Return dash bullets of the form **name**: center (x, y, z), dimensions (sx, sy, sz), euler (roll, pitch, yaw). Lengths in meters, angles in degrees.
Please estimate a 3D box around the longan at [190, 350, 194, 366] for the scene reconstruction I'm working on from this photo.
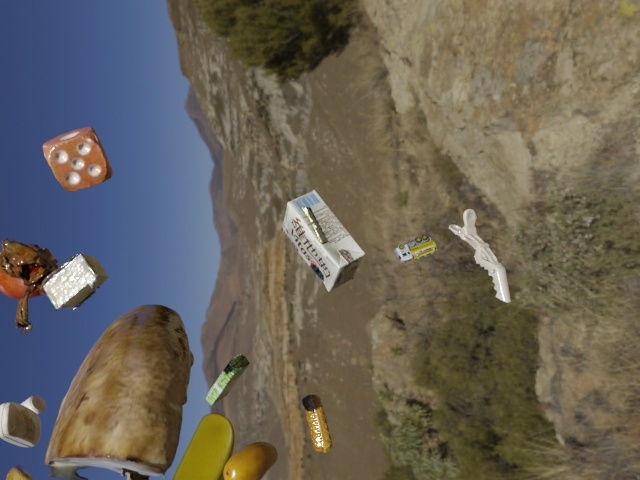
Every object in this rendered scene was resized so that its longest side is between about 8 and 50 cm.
- **longan**: center (-0.356, 0.311, 1.396), dimensions (0.083, 0.075, 0.075), euler (55, 156, 28)

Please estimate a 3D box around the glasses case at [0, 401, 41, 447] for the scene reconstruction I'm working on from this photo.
- **glasses case**: center (-0.714, 0.440, 1.298), dimensions (0.204, 0.051, 0.080), euler (101, 160, -62)

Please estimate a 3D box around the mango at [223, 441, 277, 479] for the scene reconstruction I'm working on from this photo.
- **mango**: center (-0.184, 0.611, 1.498), dimensions (0.085, 0.184, 0.102), euler (-3, 95, 43)

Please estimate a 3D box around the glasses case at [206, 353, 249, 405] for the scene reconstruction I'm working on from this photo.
- **glasses case**: center (-0.401, 0.593, 2.328), dimensions (0.062, 0.095, 0.272), euler (46, 126, 16)

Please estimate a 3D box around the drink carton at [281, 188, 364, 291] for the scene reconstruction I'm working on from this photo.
- **drink carton**: center (0.000, 0.000, 1.986), dimensions (0.324, 0.132, 0.194), euler (52, 153, 21)

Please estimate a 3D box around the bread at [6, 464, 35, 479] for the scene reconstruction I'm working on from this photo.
- **bread**: center (-0.907, 0.747, 1.662), dimensions (0.189, 0.077, 0.114), euler (-8, 122, 49)

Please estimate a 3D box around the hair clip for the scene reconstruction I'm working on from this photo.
- **hair clip**: center (0.349, 0.028, 1.156), dimensions (0.072, 0.034, 0.225), euler (-62, 41, 39)

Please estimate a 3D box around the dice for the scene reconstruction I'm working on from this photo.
- **dice**: center (-0.824, -0.277, 1.868), dimensions (0.174, 0.175, 0.179), euler (40, 153, 59)

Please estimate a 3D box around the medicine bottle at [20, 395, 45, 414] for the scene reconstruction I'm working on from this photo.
- **medicine bottle**: center (-0.794, 0.462, 1.477), dimensions (0.052, 0.089, 0.052), euler (53, -169, -14)

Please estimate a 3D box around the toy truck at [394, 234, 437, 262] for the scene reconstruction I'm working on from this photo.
- **toy truck**: center (0.294, 0.027, 1.683), dimensions (0.052, 0.123, 0.062), euler (90, 157, -75)

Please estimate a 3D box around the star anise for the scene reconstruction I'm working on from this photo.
- **star anise**: center (-0.856, 0.119, 1.611), dimensions (0.237, 0.148, 0.346), euler (57, -169, -57)

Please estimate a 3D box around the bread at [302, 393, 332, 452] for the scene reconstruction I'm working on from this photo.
- **bread**: center (-0.009, 0.496, 1.483), dimensions (0.044, 0.052, 0.157), euler (62, -169, -74)

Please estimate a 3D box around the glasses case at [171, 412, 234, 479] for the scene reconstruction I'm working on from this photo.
- **glasses case**: center (-0.438, 0.855, 2.100), dimensions (0.371, 0.174, 0.141), euler (-69, -6, -54)

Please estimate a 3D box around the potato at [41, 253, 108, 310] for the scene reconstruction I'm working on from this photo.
- **potato**: center (-0.523, 0.089, 1.171), dimensions (0.086, 0.122, 0.061), euler (52, -176, 10)

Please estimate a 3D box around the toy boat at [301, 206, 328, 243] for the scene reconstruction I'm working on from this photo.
- **toy boat**: center (-0.016, -0.043, 1.519), dimensions (0.115, 0.016, 0.063), euler (62, -169, 5)

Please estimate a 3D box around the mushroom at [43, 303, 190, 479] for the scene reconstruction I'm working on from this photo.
- **mushroom**: center (-0.392, 0.281, 1.134), dimensions (0.313, 0.225, 0.396), euler (-46, 30, 52)

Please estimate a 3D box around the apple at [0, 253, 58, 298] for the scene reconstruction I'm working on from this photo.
- **apple**: center (-1.104, 0.133, 2.057), dimensions (0.235, 0.210, 0.173), euler (-11, 102, 44)
